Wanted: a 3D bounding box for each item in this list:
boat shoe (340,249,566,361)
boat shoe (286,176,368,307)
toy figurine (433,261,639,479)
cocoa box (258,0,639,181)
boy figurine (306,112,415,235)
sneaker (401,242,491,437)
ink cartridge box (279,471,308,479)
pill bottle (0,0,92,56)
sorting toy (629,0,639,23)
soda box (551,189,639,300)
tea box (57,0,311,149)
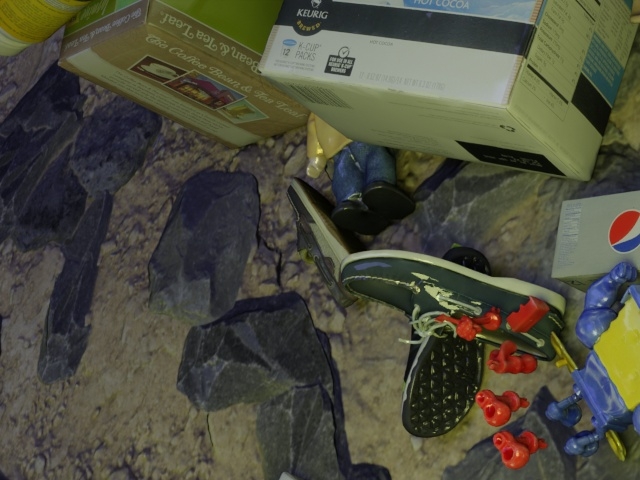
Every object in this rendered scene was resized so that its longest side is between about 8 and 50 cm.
[{"bbox_3d":[0.141,0.075,1.590,0.095,0.255,0.079,107,178,-68],"label":"boat shoe"},{"bbox_3d":[0.001,0.001,1.891,0.073,0.080,0.223,-48,46,12],"label":"boat shoe"},{"bbox_3d":[0.294,0.141,1.360,0.217,0.191,0.362,-50,46,30],"label":"toy figurine"},{"bbox_3d":[0.152,-0.233,1.668,0.347,0.231,0.228,13,79,36],"label":"cocoa box"},{"bbox_3d":[0.046,-0.147,1.911,0.177,0.092,0.285,-35,46,32],"label":"boy figurine"},{"bbox_3d":[0.146,0.118,1.686,0.097,0.084,0.234,160,128,-74],"label":"sneaker"},{"bbox_3d":[0.026,0.409,1.627,0.371,0.069,0.175,24,88,60],"label":"ink cartridge box"},{"bbox_3d":[-0.384,-0.340,1.958,0.208,0.119,0.119,-30,50,39],"label":"pill bottle"},{"bbox_3d":[0.441,-0.341,1.592,0.193,0.038,0.208,-2,71,41],"label":"sorting toy"},{"bbox_3d":[0.377,0.000,1.446,0.286,0.098,0.091,-8,66,47],"label":"soda box"},{"bbox_3d":[-0.157,-0.351,2.059,0.220,0.329,0.323,-15,59,45],"label":"tea box"}]
